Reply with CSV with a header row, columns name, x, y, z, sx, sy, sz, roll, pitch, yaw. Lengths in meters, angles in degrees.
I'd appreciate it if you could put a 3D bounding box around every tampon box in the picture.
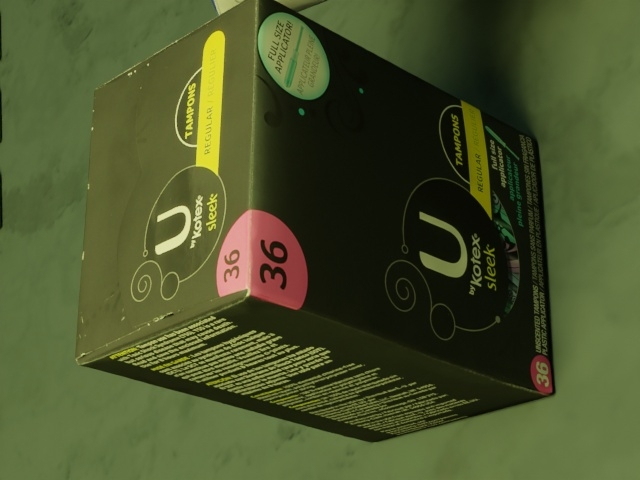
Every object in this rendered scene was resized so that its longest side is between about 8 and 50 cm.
name,x,y,z,sx,sy,sz,roll,pitch,yaw
tampon box,0.000,0.000,0.591,0.101,0.161,0.120,-23,58,41

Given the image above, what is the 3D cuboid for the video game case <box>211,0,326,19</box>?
name,x,y,z,sx,sy,sz,roll,pitch,yaw
video game case,0.035,-0.228,0.637,0.244,0.061,0.269,-21,51,0
